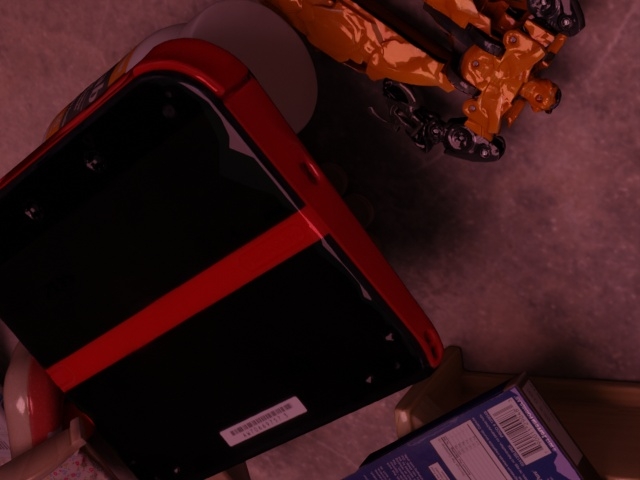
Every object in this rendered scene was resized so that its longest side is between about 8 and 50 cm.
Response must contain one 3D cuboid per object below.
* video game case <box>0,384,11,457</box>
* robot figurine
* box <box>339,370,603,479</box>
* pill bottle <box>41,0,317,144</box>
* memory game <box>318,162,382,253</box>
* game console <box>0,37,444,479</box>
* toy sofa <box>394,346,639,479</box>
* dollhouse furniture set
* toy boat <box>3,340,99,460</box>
[{"bbox_3d":[-0.558,0.172,1.501,0.329,0.036,0.300,-2,132,29],"label":"video game case"},{"bbox_3d":[0.087,-0.202,0.996,0.291,0.085,0.211,36,126,9],"label":"robot figurine"},{"bbox_3d":[0.129,0.222,1.029,0.225,0.036,0.136,-35,91,32],"label":"box"},{"bbox_3d":[-0.136,-0.106,1.082,0.278,0.162,0.162,-27,100,49],"label":"pill bottle"},{"bbox_3d":[-0.023,-0.008,1.177,0.186,0.012,0.186,12,119,22],"label":"memory game"},{"bbox_3d":[-0.126,0.041,1.016,0.387,0.060,0.342,-31,103,37],"label":"game console"},{"bbox_3d":[0.260,0.213,1.069,0.363,0.150,0.177,0,111,27],"label":"toy sofa"},{"bbox_3d":[-0.264,0.287,1.252,0.356,0.174,0.303,-30,123,2],"label":"dollhouse furniture set"},{"bbox_3d":[-0.289,0.220,1.394,0.151,0.151,0.231,-2,117,-3],"label":"toy boat"}]
